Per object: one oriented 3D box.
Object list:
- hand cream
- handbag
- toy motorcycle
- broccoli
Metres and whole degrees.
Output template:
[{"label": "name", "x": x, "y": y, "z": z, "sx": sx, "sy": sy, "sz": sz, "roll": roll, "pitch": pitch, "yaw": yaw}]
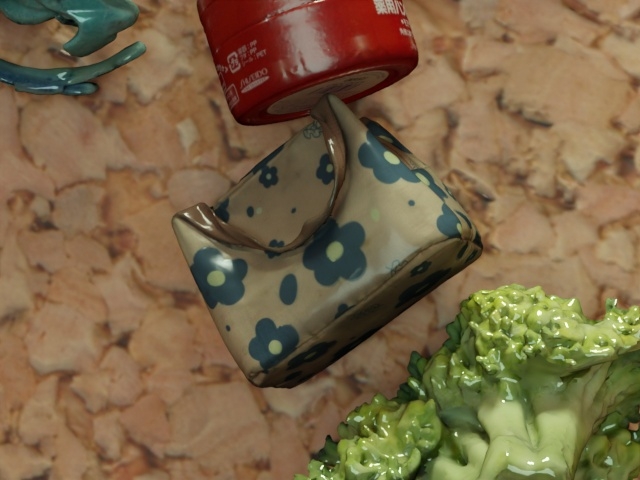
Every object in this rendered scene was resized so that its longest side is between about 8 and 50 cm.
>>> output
[{"label": "hand cream", "x": -0.011, "y": -0.193, "z": 1.054, "sx": 0.193, "sy": 0.193, "sz": 0.125, "roll": -18, "pitch": 89, "yaw": 8}, {"label": "handbag", "x": 0.000, "y": 0.000, "z": 1.057, "sx": 0.251, "sy": 0.190, "sz": 0.193, "roll": -36, "pitch": 74, "yaw": 10}, {"label": "toy motorcycle", "x": -0.295, "y": -0.253, "z": 1.129, "sx": 0.260, "sy": 0.154, "sz": 0.206, "roll": 9, "pitch": 113, "yaw": 5}, {"label": "broccoli", "x": 0.176, "y": 0.206, "z": 0.969, "sx": 0.293, "sy": 0.281, "sz": 0.348, "roll": 45, "pitch": 99, "yaw": 8}]
